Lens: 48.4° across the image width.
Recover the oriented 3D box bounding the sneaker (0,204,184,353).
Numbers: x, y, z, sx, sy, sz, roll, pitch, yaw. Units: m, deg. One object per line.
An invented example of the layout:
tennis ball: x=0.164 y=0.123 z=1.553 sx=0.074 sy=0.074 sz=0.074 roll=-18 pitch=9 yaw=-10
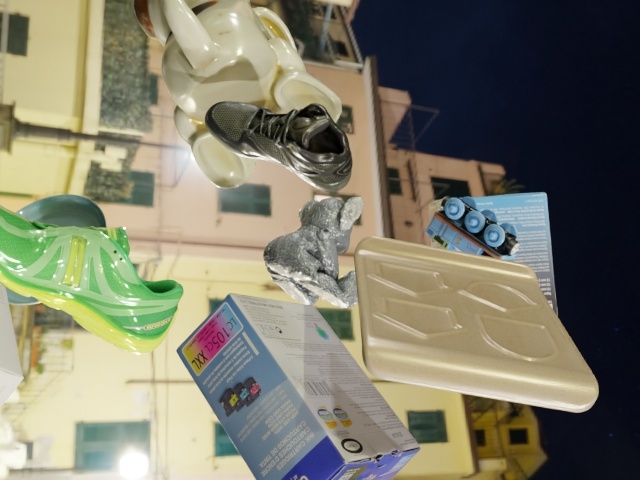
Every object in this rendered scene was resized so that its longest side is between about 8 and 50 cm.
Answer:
sneaker: x=-0.289 y=0.020 z=0.835 sx=0.123 sy=0.295 sz=0.109 roll=-54 pitch=-148 yaw=-2

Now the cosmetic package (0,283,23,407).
cosmetic package: x=-0.672 y=0.179 z=1.275 sx=0.197 sy=0.155 sz=0.365 roll=-49 pitch=-138 yaw=8

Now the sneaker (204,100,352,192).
sneaker: x=-0.057 y=-0.157 z=0.996 sx=0.087 sy=0.227 sz=0.130 roll=-60 pitch=172 yaw=-22

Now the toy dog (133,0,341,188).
toy dog: x=-0.211 y=-0.361 z=1.336 sx=0.284 sy=0.395 sz=0.408 roll=-38 pitch=-127 yaw=18

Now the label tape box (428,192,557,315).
label tape box: x=0.387 y=0.075 z=1.603 sx=0.115 sy=0.249 sz=0.348 roll=168 pitch=-81 yaw=-80

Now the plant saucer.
plant saucer: x=-0.650 y=0.025 z=1.696 sx=0.044 sy=0.317 sz=0.318 roll=70 pitch=3 yaw=-52

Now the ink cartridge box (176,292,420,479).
ink cartridge box: x=-0.015 y=0.282 z=1.148 sx=0.151 sy=0.270 sz=0.395 roll=-49 pitch=-120 yaw=15

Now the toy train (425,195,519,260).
toy train: x=0.296 y=-0.011 z=1.379 sx=0.184 sy=0.080 sz=0.105 roll=39 pitch=-61 yaw=31

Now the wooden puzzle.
wooden puzzle: x=0.209 y=0.127 z=1.082 sx=0.348 sy=0.322 sz=0.081 roll=-87 pitch=-172 yaw=-63

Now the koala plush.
koala plush: x=0.000 y=0.000 z=1.497 sx=0.196 sy=0.203 sz=0.221 roll=-1 pitch=-124 yaw=50
